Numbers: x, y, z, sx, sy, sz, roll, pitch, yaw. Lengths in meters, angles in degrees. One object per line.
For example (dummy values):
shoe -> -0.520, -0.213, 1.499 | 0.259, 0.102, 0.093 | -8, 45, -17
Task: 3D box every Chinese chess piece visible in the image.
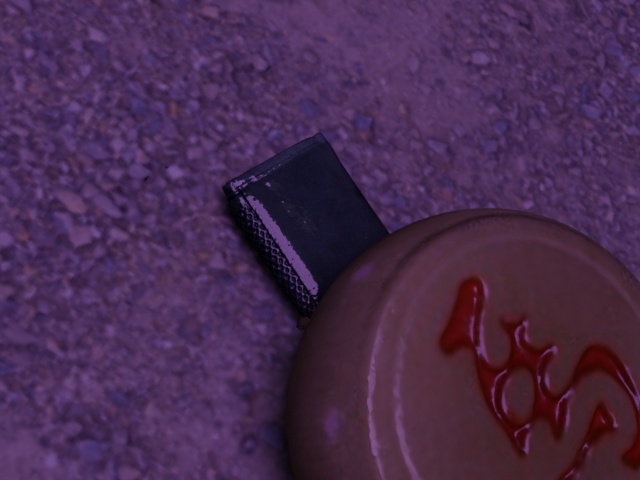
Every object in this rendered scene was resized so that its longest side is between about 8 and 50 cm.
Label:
Chinese chess piece -> 0.109, 0.112, 0.688 | 0.273, 0.102, 0.273 | 8, 72, -25

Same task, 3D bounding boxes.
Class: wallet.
wallet -> 0.000, 0.000, 0.744 | 0.088, 0.026, 0.129 | -32, 87, -29
